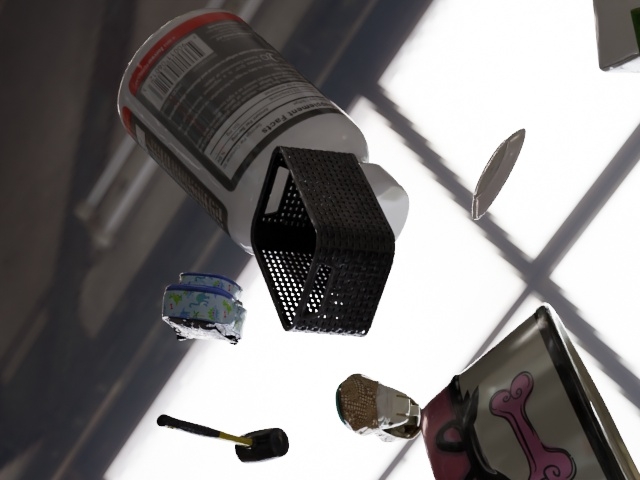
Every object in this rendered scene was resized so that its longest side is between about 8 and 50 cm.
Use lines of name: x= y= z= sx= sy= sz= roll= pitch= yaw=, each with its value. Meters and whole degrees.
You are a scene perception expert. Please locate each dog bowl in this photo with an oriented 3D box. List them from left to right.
dog bowl: x=0.225 y=0.268 z=1.600 sx=0.408 sy=0.150 sz=0.408 roll=62 pitch=-172 yaw=-16

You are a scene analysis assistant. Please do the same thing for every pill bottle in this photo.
pill bottle: x=-0.071 y=-0.109 z=2.263 sx=0.363 sy=0.210 sz=0.210 roll=45 pitch=-154 yaw=29

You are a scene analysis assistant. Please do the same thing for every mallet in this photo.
mallet: x=-0.108 y=0.221 z=2.080 sx=0.189 sy=0.062 sz=0.039 roll=27 pitch=-123 yaw=-53

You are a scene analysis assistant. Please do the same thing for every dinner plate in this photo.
dinner plate: x=0.237 y=-0.093 z=2.474 sx=0.017 sy=0.141 sz=0.141 roll=27 pitch=-155 yaw=-8

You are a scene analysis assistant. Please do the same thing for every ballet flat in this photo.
ballet flat: x=0.073 y=0.186 z=2.037 sx=0.206 sy=0.067 sz=0.073 roll=28 pitch=-121 yaw=-72

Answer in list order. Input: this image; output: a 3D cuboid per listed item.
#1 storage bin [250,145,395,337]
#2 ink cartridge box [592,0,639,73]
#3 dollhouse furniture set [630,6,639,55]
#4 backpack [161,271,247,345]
storage bin: x=0.000 y=0.000 z=1.803 sx=0.084 sy=0.122 sz=0.180 roll=5 pitch=-148 yaw=-20
ink cartridge box: x=0.434 y=-0.290 z=1.863 sx=0.306 sy=0.131 sz=0.226 roll=-3 pitch=-99 yaw=-20
dollhouse furniture set: x=0.339 y=-0.183 z=1.567 sx=0.151 sy=0.059 sz=0.076 roll=-14 pitch=-172 yaw=-24
backpack: x=-0.157 y=0.086 z=2.426 sx=0.105 sy=0.084 sz=0.114 roll=4 pitch=167 yaw=15
